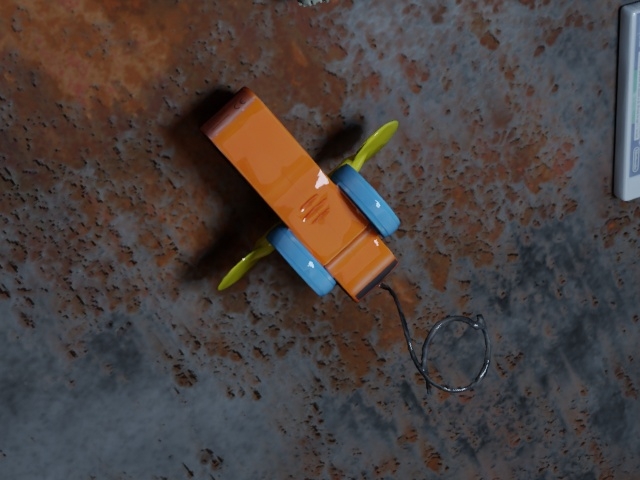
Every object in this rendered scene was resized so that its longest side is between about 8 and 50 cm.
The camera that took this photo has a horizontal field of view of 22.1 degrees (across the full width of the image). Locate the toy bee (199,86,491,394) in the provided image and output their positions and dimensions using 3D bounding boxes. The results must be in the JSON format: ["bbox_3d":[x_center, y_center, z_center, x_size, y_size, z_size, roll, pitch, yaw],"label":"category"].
[{"bbox_3d":[0.000,0.000,1.396,0.195,0.162,0.298,-22,100,-7],"label":"toy bee"}]

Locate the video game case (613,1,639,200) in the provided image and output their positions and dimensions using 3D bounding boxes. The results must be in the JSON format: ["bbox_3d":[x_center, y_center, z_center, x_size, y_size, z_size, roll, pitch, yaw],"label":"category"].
[{"bbox_3d":[0.366,-0.150,1.572,0.183,0.023,0.201,-17,123,-20],"label":"video game case"}]

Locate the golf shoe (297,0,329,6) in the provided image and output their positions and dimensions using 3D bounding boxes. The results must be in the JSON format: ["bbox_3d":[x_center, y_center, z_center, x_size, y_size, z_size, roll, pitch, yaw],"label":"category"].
[{"bbox_3d":[0.037,-0.262,1.316,0.176,0.069,0.086,-40,108,-7],"label":"golf shoe"}]
